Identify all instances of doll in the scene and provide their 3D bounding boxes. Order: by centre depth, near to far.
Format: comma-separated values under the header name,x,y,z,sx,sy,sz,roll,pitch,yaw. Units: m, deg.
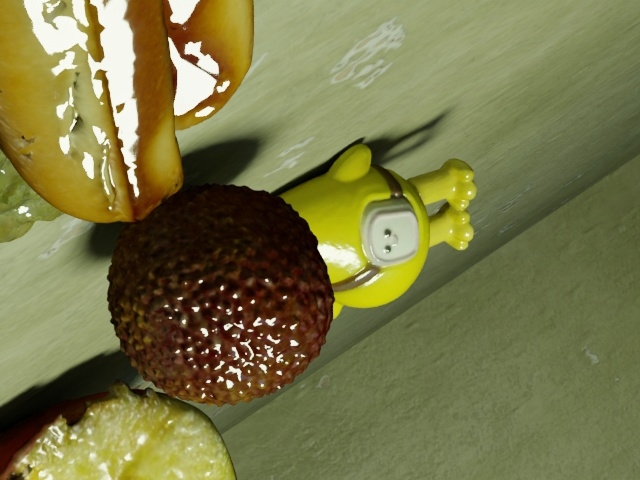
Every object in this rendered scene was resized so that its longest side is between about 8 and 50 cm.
name,x,y,z,sx,sy,sz,roll,pitch,yaw
doll,0.000,0.000,1.364,0.363,0.145,0.199,-18,123,-30

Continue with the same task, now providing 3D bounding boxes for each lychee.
name,x,y,z,sx,sy,sz,roll,pitch,yaw
lychee,-0.082,0.039,1.089,0.194,0.194,0.194,-34,170,-7

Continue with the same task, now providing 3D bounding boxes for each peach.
name,x,y,z,sx,sy,sz,roll,pitch,yaw
peach,-0.277,0.347,1.501,0.416,0.339,0.353,-37,-153,8

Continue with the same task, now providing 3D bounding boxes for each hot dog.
name,x,y,z,sx,sy,sz,roll,pitch,yaw
hot dog,-0.083,-0.121,0.427,0.337,0.100,0.135,91,20,-58

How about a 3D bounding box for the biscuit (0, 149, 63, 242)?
name,x,y,z,sx,sy,sz,roll,pitch,yaw
biscuit,-0.189,-0.039,0.792,0.273,0.036,0.187,-28,167,-34
